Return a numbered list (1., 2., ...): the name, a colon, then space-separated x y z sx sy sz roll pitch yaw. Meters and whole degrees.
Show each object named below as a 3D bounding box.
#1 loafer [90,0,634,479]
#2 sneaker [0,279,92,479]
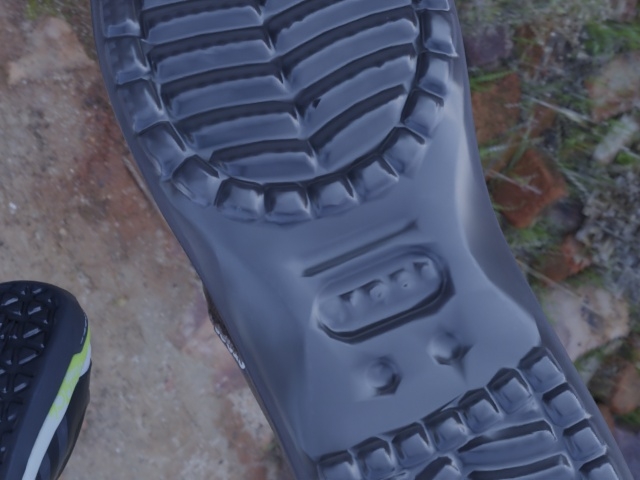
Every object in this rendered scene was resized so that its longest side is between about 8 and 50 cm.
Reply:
1. loafer: 0.000 0.000 0.399 0.134 0.365 0.130 -15 164 -9
2. sneaker: -0.154 0.122 0.451 0.234 0.084 0.097 -68 160 -45
